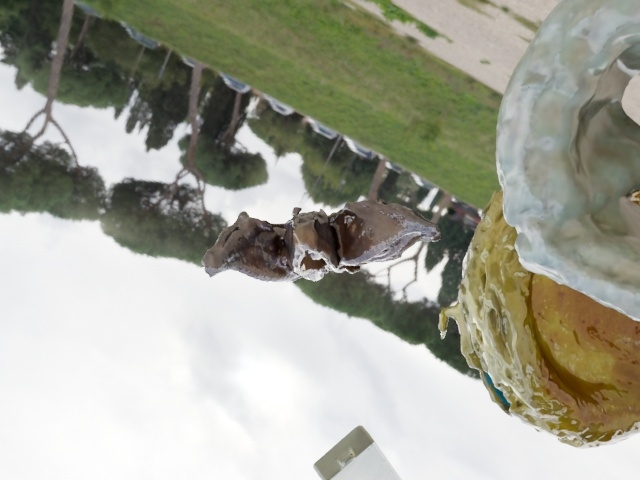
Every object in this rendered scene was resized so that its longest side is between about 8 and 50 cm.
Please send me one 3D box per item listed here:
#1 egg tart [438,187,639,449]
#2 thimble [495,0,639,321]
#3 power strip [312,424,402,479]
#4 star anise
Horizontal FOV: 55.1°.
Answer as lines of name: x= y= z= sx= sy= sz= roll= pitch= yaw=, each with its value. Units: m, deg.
egg tart: x=0.313 y=0.052 z=0.751 sx=0.388 sy=0.388 sz=0.169 roll=22 pitch=178 yaw=-20
thimble: x=0.275 y=-0.072 z=0.457 sx=0.291 sy=0.291 sz=0.195 roll=34 pitch=-156 yaw=21
power strip: x=0.081 y=0.431 z=1.116 sx=0.043 sy=0.106 sz=0.367 roll=46 pitch=169 yaw=35
star anise: x=0.015 y=-0.003 z=0.511 sx=0.171 sy=0.063 sz=0.208 roll=-11 pitch=174 yaw=15
